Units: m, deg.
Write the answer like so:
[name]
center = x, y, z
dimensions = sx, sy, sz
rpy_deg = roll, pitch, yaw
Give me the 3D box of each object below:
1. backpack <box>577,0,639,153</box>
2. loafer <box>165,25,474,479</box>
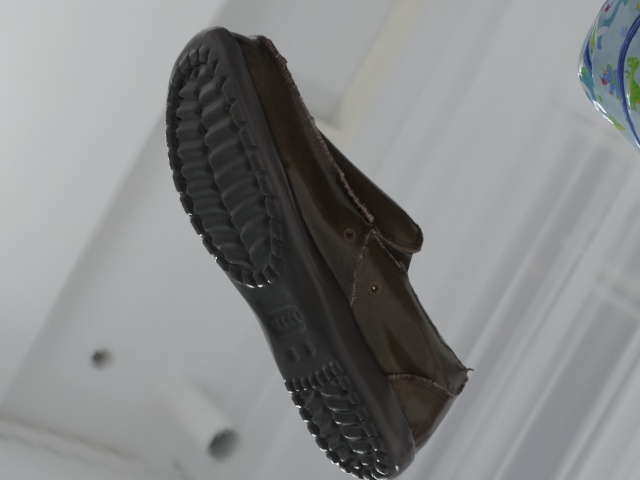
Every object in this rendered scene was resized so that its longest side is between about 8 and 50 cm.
[backpack]
center = 0.457, -0.163, 1.967
dimensions = 0.355, 0.290, 0.273
rpy_deg = 21, -164, -44
[loafer]
center = 0.000, 0.000, 1.364
dimensions = 0.134, 0.130, 0.366
rpy_deg = -10, 107, 56
